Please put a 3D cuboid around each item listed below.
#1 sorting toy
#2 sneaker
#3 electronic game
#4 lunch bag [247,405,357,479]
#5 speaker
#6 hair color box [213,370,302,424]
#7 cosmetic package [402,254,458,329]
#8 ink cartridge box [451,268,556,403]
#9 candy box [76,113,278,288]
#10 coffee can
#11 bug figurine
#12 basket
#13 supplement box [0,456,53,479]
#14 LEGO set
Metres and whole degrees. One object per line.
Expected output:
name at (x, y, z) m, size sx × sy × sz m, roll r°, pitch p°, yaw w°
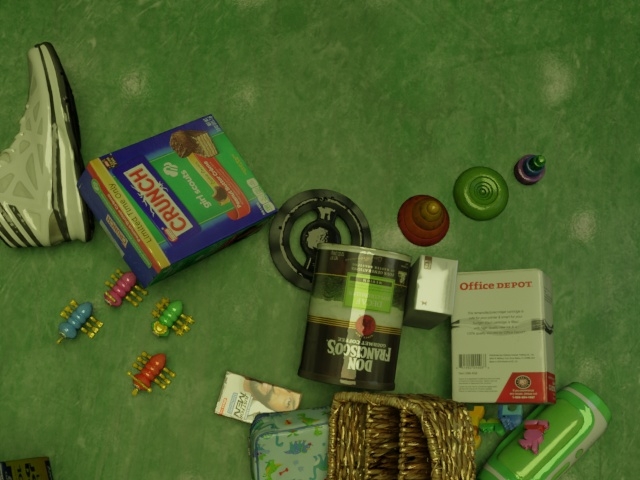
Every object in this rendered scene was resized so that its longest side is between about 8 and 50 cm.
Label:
sorting toy at (0.348, -0.109, 1.920) m, size 0.366 × 0.126 × 0.127 m, roll -25°, pitch 81°, yaw -9°
sneaker at (-0.642, -0.198, 1.834) m, size 0.258 × 0.169 × 0.447 m, roll -10°, pitch 81°, yaw -9°
electronic game at (0.000, 0.000, 1.905) m, size 0.229 × 0.048 × 0.229 m, roll 1°, pitch 84°, yaw -10°
lunch bag at (-0.035, 0.431, 1.754) m, size 0.219 × 0.090 × 0.176 m, roll -7°, pitch 108°, yaw -13°
speaker at (0.468, 0.433, 1.811) m, size 0.296 × 0.131 × 0.131 m, roll -41°, pitch 84°, yaw -12°
hair color box at (-0.130, 0.341, 1.818) m, size 0.167 × 0.053 × 0.093 m, roll 16°, pitch 77°, yaw -3°
cosmetic package at (0.221, 0.112, 1.806) m, size 0.085 × 0.231 × 0.117 m, roll 9°, pitch 78°, yaw -3°
ink cartridge box at (0.383, 0.205, 1.822) m, size 0.197 × 0.114 × 0.272 m, roll -4°, pitch 77°, yaw 25°
candy box at (-0.295, -0.088, 1.803) m, size 0.317 × 0.122 × 0.268 m, roll -30°, pitch 81°, yaw -37°
coffee can at (0.071, 0.155, 1.780) m, size 0.202 × 0.201 × 0.275 m, roll 8°, pitch 85°, yaw -3°
bug figurine at (-0.406, 0.182, 1.821) m, size 0.279 × 0.072 × 0.216 m, roll 33°, pitch 77°, yaw 3°
basket at (0.149, 0.443, 1.635) m, size 0.223 × 0.213 × 0.299 m, roll 6°, pitch 86°, yaw -23°
supplement box at (-0.612, 0.517, 1.583) m, size 0.195 × 0.356 × 0.194 m, roll -13°, pitch 80°, yaw -8°
LEGO set at (0.340, 0.393, 1.763) m, size 0.227 × 0.087 × 0.093 m, roll -6°, pitch 46°, yaw 25°
